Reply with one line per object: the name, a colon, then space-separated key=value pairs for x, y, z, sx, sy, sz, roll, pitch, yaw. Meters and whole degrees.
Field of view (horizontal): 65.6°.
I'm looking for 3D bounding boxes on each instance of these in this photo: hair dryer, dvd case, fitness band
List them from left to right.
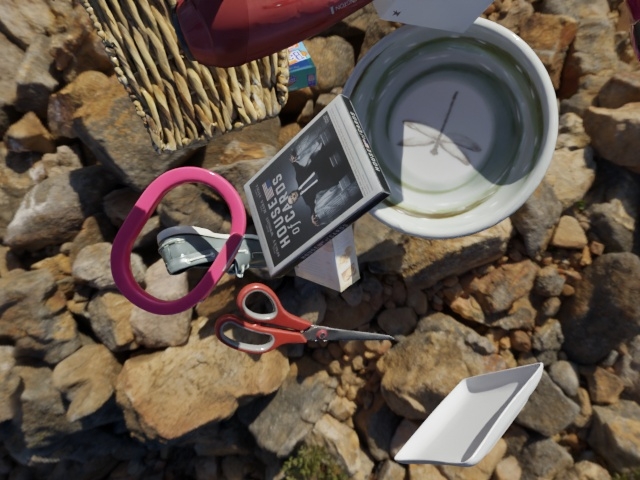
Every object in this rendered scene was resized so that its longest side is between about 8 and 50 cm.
fitness band: x=-0.267 y=0.001 z=0.944 sx=0.209 sy=0.054 sz=0.291 roll=34 pitch=91 yaw=0
hair dryer: x=-0.072 y=-0.226 z=0.380 sx=0.293 sy=0.223 sz=0.080 roll=3 pitch=64 yaw=-32
dvd case: x=-0.018 y=-0.077 z=0.753 sx=0.238 sy=0.029 sz=0.180 roll=-37 pitch=59 yaw=31

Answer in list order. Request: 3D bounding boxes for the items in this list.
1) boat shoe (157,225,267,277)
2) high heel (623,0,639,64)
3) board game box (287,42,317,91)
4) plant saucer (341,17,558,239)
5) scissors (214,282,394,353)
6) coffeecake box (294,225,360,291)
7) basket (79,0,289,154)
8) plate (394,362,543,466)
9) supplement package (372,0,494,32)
boat shoe: x=-0.218 y=0.044 z=1.125 sx=0.116 sy=0.319 sz=0.099 roll=-32 pitch=62 yaw=33
high heel: x=0.350 y=-0.199 z=0.504 sx=0.082 sy=0.244 sz=0.117 roll=18 pitch=80 yaw=32
board game box: x=-0.113 y=-0.391 z=1.068 sx=0.160 sy=0.210 sz=0.047 roll=-16 pitch=142 yaw=-8
plant saucer: x=0.227 y=-0.206 z=0.942 sx=0.399 sy=0.100 sz=0.401 roll=4 pitch=101 yaw=20
scissors: x=-0.020 y=0.153 z=0.789 sx=0.297 sy=0.021 sz=0.109 roll=24 pitch=96 yaw=-26
coffeecake box: x=0.000 y=0.000 z=1.066 sx=0.068 sy=0.142 sz=0.186 roll=-32 pitch=124 yaw=-36
basket: x=-0.156 y=-0.296 z=0.627 sx=0.213 sy=0.223 sz=0.299 roll=-20 pitch=115 yaw=4
plate: x=0.311 y=0.374 z=1.032 sx=0.278 sy=0.277 sz=0.045 roll=-36 pitch=85 yaw=-29
supplement package: x=0.170 y=-0.498 z=0.756 sx=0.197 sy=0.199 sz=0.263 roll=-9 pitch=71 yaw=-35
